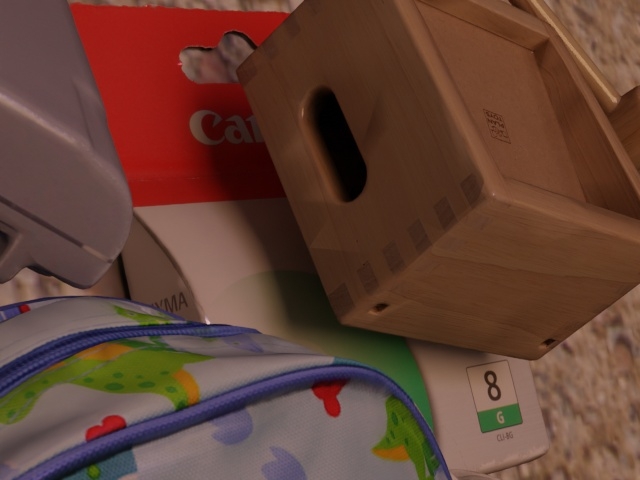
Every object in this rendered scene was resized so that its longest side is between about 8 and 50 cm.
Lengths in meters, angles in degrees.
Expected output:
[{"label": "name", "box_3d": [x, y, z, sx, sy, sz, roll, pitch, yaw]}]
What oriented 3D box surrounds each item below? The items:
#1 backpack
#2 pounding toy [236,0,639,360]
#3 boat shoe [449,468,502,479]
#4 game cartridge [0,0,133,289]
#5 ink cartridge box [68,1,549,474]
[{"label": "backpack", "box_3d": [-0.055, 0.193, 0.407, 0.290, 0.273, 0.356, -12, 69, -38]}, {"label": "pounding toy", "box_3d": [0.068, -0.044, 0.648, 0.206, 0.094, 0.181, 14, 44, -46]}, {"label": "boat shoe", "box_3d": [0.047, 0.132, 0.580, 0.258, 0.095, 0.084, 64, 37, -43]}, {"label": "game cartridge", "box_3d": [-0.189, -0.105, 0.424, 0.294, 0.196, 0.060, 32, 100, -27]}, {"label": "ink cartridge box", "box_3d": [0.000, 0.000, 0.638, 0.181, 0.056, 0.225, -6, 81, -44]}]
